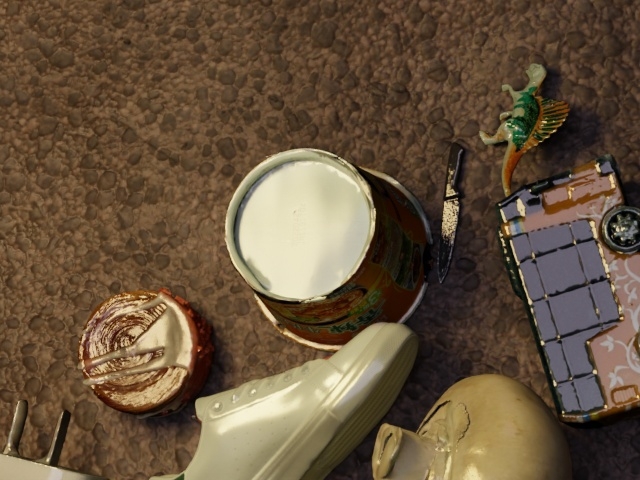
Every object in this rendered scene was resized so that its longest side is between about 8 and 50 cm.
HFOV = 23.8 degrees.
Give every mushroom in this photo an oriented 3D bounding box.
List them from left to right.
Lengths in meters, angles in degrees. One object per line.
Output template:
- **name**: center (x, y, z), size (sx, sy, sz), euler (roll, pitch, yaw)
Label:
- **mushroom**: center (0.149, 0.253, 1.592), size (0.202, 0.246, 0.246), euler (25, 85, -12)

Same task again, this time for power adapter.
- **power adapter**: center (-0.357, 0.317, 1.787), size (0.187, 0.124, 0.255), euler (11, 82, 17)

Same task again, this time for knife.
- **knife**: center (0.153, -0.033, 1.785), size (0.023, 0.010, 0.170), euler (4, 81, 23)

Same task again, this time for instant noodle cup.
- **instant noodle cup**: center (0.000, 0.000, 1.729), size (0.230, 0.182, 0.230), euler (-4, 75, 15)

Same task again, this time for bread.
- **bread**: center (-0.206, 0.135, 1.813), size (0.160, 0.073, 0.160), euler (-5, 73, 16)

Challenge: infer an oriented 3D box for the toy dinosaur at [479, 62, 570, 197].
- **toy dinosaur**: center (0.238, -0.130, 1.738), size (0.106, 0.044, 0.187), euler (-27, 33, 11)

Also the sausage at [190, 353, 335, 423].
- **sausage**: center (-0.053, 0.173, 1.784), size (0.223, 0.029, 0.029), euler (-21, 73, 11)

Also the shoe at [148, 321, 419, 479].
- **shoe**: center (-0.050, 0.202, 1.725), size (0.160, 0.132, 0.363), euler (43, 98, 17)

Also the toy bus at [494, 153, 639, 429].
- **toy bus**: center (0.300, 0.060, 1.656), size (0.167, 0.138, 0.275), euler (-18, 76, 13)
